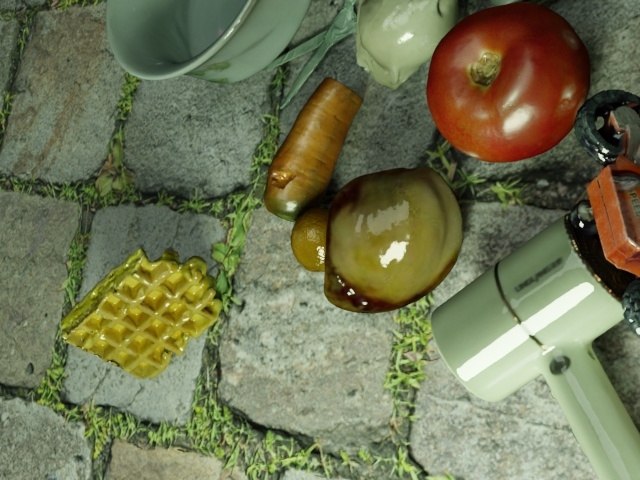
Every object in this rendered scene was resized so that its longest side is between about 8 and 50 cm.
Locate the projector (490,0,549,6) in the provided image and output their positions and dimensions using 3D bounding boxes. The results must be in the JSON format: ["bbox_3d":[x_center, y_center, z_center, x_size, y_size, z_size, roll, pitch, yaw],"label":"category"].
[{"bbox_3d":[0.289,-0.431,1.525,0.257,0.079,0.259,-25,73,30],"label":"projector"}]

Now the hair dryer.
[{"bbox_3d":[0.276,0.169,1.342,0.203,0.128,0.362,-38,62,26],"label":"hair dryer"}]

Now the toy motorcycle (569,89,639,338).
[{"bbox_3d":[0.349,-0.021,1.304,0.089,0.171,0.298,115,152,-58],"label":"toy motorcycle"}]

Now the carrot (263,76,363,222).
[{"bbox_3d":[-0.013,-0.119,1.706,0.087,0.087,0.193,17,84,43],"label":"carrot"}]

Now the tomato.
[{"bbox_3d":[0.218,-0.178,1.481,0.195,0.136,0.195,-12,70,36],"label":"tomato"}]

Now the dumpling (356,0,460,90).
[{"bbox_3d":[0.101,-0.294,1.634,0.181,0.111,0.155,-50,62,7],"label":"dumpling"}]

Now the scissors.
[{"bbox_3d":[0.016,-0.283,1.778,0.247,0.017,0.144,-39,53,28],"label":"scissors"}]

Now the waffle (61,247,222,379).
[{"bbox_3d":[-0.229,0.094,1.777,0.211,0.160,0.055,-40,38,22],"label":"waffle"}]

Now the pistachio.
[{"bbox_3d":[0.081,0.000,1.559,0.165,0.130,0.210,37,105,1],"label":"pistachio"}]

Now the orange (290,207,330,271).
[{"bbox_3d":[0.000,0.000,1.657,0.085,0.085,0.085,-15,67,38],"label":"orange"}]

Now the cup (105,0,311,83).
[{"bbox_3d":[-0.132,-0.360,1.827,0.347,0.163,0.347,-19,61,38],"label":"cup"}]
